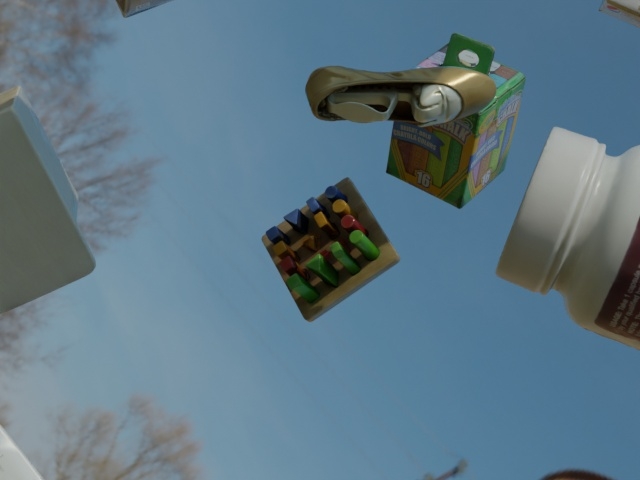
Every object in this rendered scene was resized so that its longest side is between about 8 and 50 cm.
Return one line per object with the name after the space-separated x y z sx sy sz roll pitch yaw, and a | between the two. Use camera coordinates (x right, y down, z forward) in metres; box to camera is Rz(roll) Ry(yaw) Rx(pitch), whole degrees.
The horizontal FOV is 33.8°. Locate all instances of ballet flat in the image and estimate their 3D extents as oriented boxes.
0.097 -0.164 1.270 0.073 0.232 0.080 -86 176 -48 | ballet flat

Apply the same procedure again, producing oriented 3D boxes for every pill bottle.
0.414 0.025 1.193 0.392 0.224 0.224 22 -38 10 | pill bottle

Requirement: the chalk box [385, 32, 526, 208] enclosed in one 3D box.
0.189 -0.179 1.460 0.132 0.132 0.213 29 -44 26 | chalk box

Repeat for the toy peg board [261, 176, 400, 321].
0.000 0.000 1.494 0.161 0.161 0.079 60 9 31 | toy peg board

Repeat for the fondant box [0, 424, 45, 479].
-0.454 0.310 1.407 0.238 0.096 0.330 47 -23 12 | fondant box

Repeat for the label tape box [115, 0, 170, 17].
-0.247 -0.465 1.335 0.249 0.115 0.347 66 -12 2 | label tape box

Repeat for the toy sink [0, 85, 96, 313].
-0.400 -0.053 1.343 0.131 0.152 0.234 -117 -178 -66 | toy sink

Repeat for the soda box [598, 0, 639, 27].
0.475 -0.415 1.491 0.073 0.216 0.069 25 1 6 | soda box
